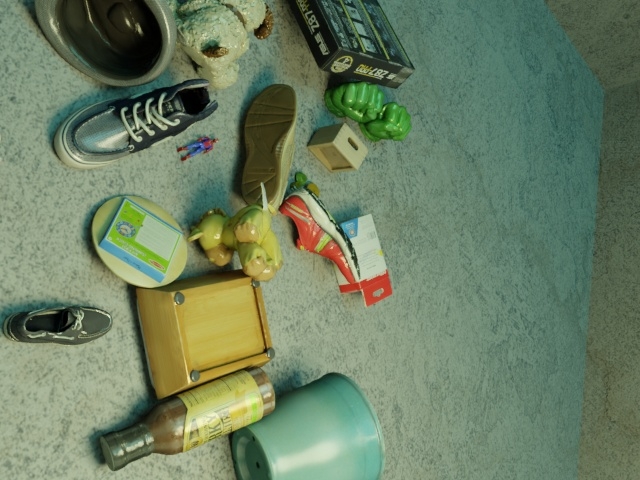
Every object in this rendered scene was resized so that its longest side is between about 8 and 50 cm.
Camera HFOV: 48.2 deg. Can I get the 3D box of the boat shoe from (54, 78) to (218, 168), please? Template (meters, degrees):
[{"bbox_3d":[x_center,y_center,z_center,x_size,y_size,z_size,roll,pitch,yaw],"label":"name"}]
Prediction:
[{"bbox_3d":[-0.361,-0.250,1.445,0.340,0.158,0.127,-38,108,-45],"label":"boat shoe"}]

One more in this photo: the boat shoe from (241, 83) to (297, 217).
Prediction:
[{"bbox_3d":[-0.124,-0.219,1.744,0.110,0.121,0.341,73,26,-68],"label":"boat shoe"}]

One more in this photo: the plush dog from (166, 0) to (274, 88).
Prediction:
[{"bbox_3d":[-0.218,-0.493,1.589,0.262,0.210,0.226,39,75,-33],"label":"plush dog"}]

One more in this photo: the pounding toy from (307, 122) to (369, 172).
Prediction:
[{"bbox_3d":[0.056,-0.247,1.930,0.141,0.130,0.100,44,64,-31],"label":"pounding toy"}]

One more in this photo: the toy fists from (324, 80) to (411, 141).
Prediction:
[{"bbox_3d":[0.145,-0.362,2.030,0.279,0.142,0.096,29,61,-39],"label":"toy fists"}]

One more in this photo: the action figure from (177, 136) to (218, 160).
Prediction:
[{"bbox_3d":[-0.273,-0.213,1.629,0.115,0.030,0.038,-35,101,-48],"label":"action figure"}]

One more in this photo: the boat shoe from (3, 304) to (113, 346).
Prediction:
[{"bbox_3d":[-0.463,0.155,1.305,0.206,0.064,0.075,4,78,-47],"label":"boat shoe"}]

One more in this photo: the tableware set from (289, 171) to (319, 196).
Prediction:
[{"bbox_3d":[-0.028,-0.100,1.871,0.154,0.024,0.104,52,45,-24],"label":"tableware set"}]

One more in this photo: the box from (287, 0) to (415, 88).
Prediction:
[{"bbox_3d":[0.059,-0.612,1.941,0.318,0.097,0.395,-2,60,-46],"label":"box"}]

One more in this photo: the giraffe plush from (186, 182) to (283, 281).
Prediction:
[{"bbox_3d":[-0.191,-0.009,1.542,0.181,0.170,0.211,40,42,-69],"label":"giraffe plush"}]

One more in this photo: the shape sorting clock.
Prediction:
[{"bbox_3d":[-0.363,0.002,1.445,0.206,0.040,0.206,28,42,-28],"label":"shape sorting clock"}]

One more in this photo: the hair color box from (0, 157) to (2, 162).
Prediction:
[{"bbox_3d":[-0.614,-0.101,1.221,0.072,0.043,0.141,41,54,-33],"label":"hair color box"}]

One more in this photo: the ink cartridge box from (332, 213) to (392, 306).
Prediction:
[{"bbox_3d":[0.103,0.056,1.929,0.134,0.078,0.231,-19,95,-47],"label":"ink cartridge box"}]

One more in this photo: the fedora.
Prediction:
[{"bbox_3d":[-0.413,-0.445,1.426,0.275,0.243,0.124,42,23,-29],"label":"fedora"}]

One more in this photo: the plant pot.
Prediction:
[{"bbox_3d":[-0.043,0.451,1.559,0.255,0.271,0.272,-10,88,-33],"label":"plant pot"}]

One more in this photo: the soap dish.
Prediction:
[{"bbox_3d":[-0.232,0.186,1.508,0.290,0.118,0.229,-9,87,-49],"label":"soap dish"}]

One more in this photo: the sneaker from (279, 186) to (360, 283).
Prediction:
[{"bbox_3d":[0.000,0.000,1.804,0.279,0.118,0.107,54,11,-5],"label":"sneaker"}]

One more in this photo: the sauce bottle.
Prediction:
[{"bbox_3d":[-0.256,0.354,1.412,0.344,0.111,0.112,-18,94,-30],"label":"sauce bottle"}]
